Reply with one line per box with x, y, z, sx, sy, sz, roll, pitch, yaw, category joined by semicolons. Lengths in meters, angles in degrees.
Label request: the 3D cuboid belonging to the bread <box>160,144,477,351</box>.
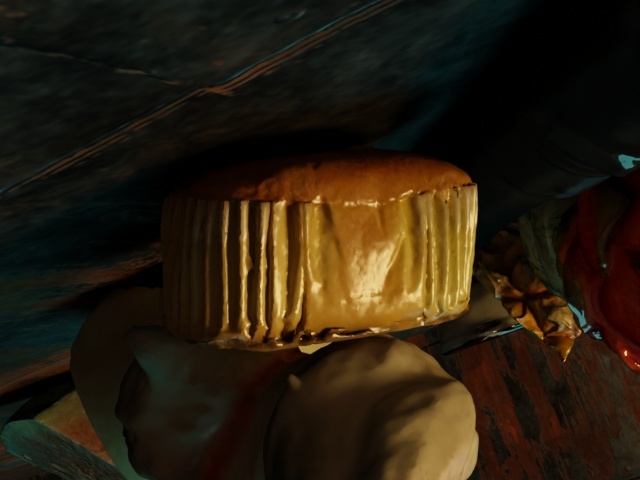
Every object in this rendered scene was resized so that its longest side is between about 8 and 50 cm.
0.000;0.000;0.656;0.190;0.114;0.132;-1;-177;-27;bread

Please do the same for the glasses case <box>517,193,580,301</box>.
0.355;-0.065;0.902;0.425;0.156;0.098;-17;-165;-16;glasses case

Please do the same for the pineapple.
0.183;-0.019;1.006;0.140;0.164;0.250;-53;-179;14;pineapple

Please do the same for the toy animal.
-0.035;0.113;0.660;0.266;0.188;0.308;-22;170;16;toy animal

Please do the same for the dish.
0.297;0.079;1.712;0.303;0.120;0.303;-19;171;-3;dish

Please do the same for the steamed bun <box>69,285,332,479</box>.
-0.091;0.083;0.906;0.225;0.170;0.200;-39;-161;12;steamed bun

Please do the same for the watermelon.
-0.236;0.243;1.311;0.262;0.201;0.213;-13;160;-18;watermelon

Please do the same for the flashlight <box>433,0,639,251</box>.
0.135;-0.063;0.690;0.103;0.103;0.424;-17;172;-16;flashlight

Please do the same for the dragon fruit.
0.266;-0.010;0.705;0.192;0.193;0.274;-27;177;-44;dragon fruit
